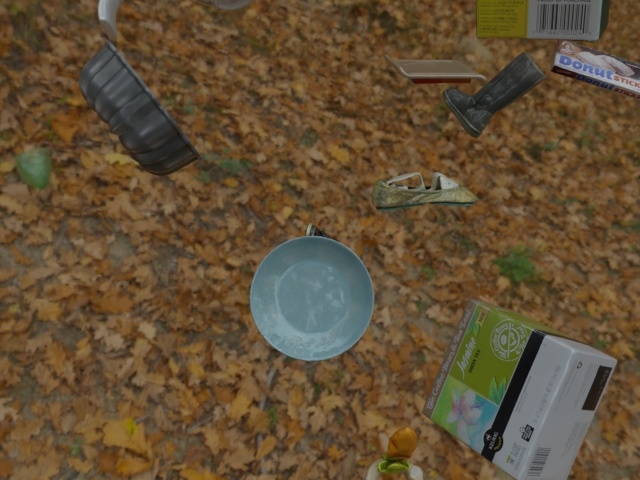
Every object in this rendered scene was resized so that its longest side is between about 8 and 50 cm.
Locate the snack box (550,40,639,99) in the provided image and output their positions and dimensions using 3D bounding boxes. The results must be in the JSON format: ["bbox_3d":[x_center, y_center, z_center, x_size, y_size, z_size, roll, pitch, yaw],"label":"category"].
[{"bbox_3d":[0.505,-0.306,1.214,0.178,0.022,0.064,18,67,1],"label":"snack box"}]

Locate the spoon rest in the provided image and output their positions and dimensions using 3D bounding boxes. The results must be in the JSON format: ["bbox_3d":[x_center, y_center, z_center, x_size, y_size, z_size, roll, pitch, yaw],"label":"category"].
[{"bbox_3d":[-0.203,-0.388,1.026,0.276,0.137,0.084,-18,73,-4],"label":"spoon rest"}]

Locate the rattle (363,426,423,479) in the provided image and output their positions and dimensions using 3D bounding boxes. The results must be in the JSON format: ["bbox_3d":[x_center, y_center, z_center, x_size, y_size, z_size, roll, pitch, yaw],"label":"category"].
[{"bbox_3d":[0.146,0.489,1.305,0.130,0.143,0.199,36,43,1],"label":"rattle"}]

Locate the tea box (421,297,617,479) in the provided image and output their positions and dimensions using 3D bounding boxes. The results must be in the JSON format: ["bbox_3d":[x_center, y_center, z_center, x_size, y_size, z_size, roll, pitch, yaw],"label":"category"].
[{"bbox_3d":[0.480,0.362,1.662,0.220,0.329,0.323,17,6,-39],"label":"tea box"}]

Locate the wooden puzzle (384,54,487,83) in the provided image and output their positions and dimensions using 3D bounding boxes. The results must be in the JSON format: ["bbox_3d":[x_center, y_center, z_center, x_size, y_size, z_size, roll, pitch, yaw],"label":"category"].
[{"bbox_3d":[0.304,-0.455,1.823,0.239,0.044,0.221,3,25,-9],"label":"wooden puzzle"}]

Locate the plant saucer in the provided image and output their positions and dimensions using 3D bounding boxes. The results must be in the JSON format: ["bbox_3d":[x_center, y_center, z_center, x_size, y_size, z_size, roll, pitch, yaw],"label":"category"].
[{"bbox_3d":[-0.012,0.090,1.065,0.195,0.195,0.037,28,3,5],"label":"plant saucer"}]

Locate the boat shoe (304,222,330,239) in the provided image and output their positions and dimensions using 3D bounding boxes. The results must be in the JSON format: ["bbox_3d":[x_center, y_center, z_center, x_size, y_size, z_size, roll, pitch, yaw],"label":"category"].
[{"bbox_3d":[0.000,0.000,1.512,0.049,0.152,0.056,12,79,14],"label":"boat shoe"}]

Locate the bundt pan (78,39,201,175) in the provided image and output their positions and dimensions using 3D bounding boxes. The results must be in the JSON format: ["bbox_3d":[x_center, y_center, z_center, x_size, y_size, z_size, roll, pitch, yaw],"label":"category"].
[{"bbox_3d":[-0.418,-0.278,1.525,0.124,0.331,0.331,-40,63,-5],"label":"bundt pan"}]

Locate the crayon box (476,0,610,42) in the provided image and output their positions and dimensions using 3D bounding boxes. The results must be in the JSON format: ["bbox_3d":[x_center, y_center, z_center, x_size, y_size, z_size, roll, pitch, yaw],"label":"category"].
[{"bbox_3d":[0.351,-0.481,1.053,0.202,0.318,0.081,12,36,29],"label":"crayon box"}]

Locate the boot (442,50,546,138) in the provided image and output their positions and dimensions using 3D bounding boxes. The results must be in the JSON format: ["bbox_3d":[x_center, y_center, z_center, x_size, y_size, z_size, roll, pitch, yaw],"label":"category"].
[{"bbox_3d":[0.396,-0.358,1.564,0.076,0.208,0.189,15,36,-40],"label":"boot"}]

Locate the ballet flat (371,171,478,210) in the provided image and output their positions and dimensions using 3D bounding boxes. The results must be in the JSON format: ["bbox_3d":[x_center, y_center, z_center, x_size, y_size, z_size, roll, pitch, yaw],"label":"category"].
[{"bbox_3d":[0.333,-0.160,2.132,0.349,0.123,0.123,-3,43,-9],"label":"ballet flat"}]
